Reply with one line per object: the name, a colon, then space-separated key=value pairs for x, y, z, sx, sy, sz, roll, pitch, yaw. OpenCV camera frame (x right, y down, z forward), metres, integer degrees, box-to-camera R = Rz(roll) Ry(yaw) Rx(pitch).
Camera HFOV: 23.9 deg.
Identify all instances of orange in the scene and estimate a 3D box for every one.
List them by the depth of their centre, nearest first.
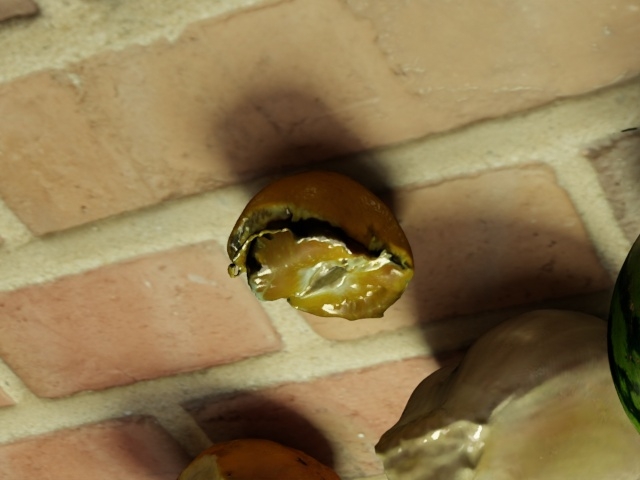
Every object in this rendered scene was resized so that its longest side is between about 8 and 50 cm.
orange: x=0.000 y=0.000 z=1.271 sx=0.160 sy=0.112 sz=0.170 roll=3 pitch=163 yaw=-9
orange: x=-0.071 y=0.319 z=1.549 sx=0.240 sy=0.240 sz=0.240 roll=5 pitch=138 yaw=5

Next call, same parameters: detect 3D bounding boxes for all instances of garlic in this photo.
garlic: x=0.225 y=0.208 z=1.374 sx=0.231 sy=0.246 sz=0.340 roll=-31 pitch=115 yaw=20

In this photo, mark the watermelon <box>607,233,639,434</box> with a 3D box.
watermelon: x=0.361 y=0.069 z=1.154 sx=0.285 sy=0.285 sz=0.285 roll=5 pitch=138 yaw=5
